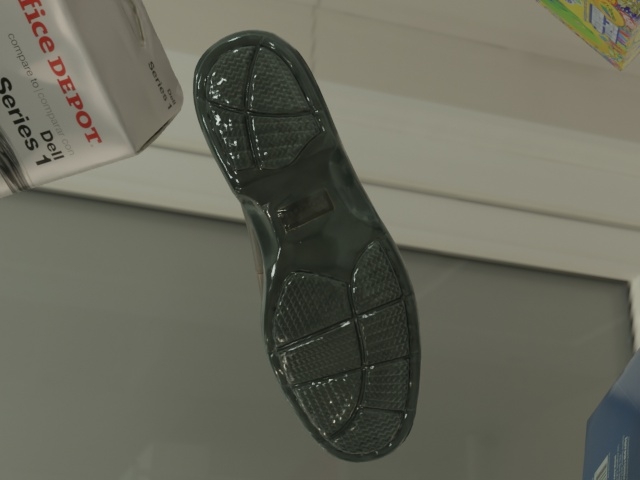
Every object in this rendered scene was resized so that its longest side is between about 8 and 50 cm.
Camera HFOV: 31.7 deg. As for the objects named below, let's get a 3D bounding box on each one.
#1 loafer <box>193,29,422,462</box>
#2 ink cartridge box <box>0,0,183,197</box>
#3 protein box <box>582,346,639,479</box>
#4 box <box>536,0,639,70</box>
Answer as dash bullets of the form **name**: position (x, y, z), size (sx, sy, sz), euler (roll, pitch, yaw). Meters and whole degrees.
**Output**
- **loafer**: position (0.000, 0.000, 0.691), size (0.084, 0.096, 0.267), euler (-68, -39, -78)
- **ink cartridge box**: position (-0.225, -0.113, 0.745), size (0.160, 0.219, 0.092), euler (66, -156, -21)
- **protein box**: position (0.248, 0.145, 0.647), size (0.200, 0.136, 0.201), euler (-71, 0, -45)
- **box**: position (0.299, -0.367, 1.265), size (0.177, 0.279, 0.290), euler (-49, -11, 7)
